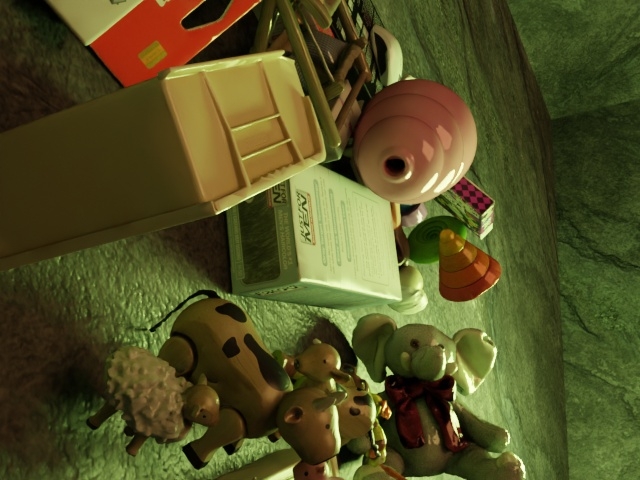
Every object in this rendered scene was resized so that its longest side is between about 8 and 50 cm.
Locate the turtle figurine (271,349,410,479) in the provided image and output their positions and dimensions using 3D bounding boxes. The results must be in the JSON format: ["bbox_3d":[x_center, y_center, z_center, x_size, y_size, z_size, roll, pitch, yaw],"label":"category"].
[{"bbox_3d":[0.032,0.230,1.215,0.217,0.087,0.269,25,23,-44],"label":"turtle figurine"}]

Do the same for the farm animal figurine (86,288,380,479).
[{"bbox_3d":[-0.051,0.183,0.948,0.327,0.172,0.330,45,19,-1],"label":"farm animal figurine"}]

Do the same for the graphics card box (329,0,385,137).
[{"bbox_3d":[0.029,-0.398,1.572,0.371,0.094,0.232,55,34,-42],"label":"graphics card box"}]

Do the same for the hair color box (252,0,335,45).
[{"bbox_3d":[-0.045,-0.361,1.399,0.167,0.093,0.053,62,30,-33],"label":"hair color box"}]

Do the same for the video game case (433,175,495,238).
[{"bbox_3d":[0.236,-0.109,1.645,0.232,0.042,0.210,42,-2,15],"label":"video game case"}]

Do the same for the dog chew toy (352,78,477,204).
[{"bbox_3d":[0.145,-0.150,1.378,0.332,0.207,0.206,-52,126,-70],"label":"dog chew toy"}]

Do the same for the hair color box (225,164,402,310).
[{"bbox_3d":[0.000,0.000,1.317,0.374,0.114,0.185,17,64,-63],"label":"hair color box"}]

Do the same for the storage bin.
[{"bbox_3d":[-0.167,-0.082,0.829,0.260,0.262,0.123,-34,108,-63],"label":"storage bin"}]

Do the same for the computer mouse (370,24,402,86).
[{"bbox_3d":[0.138,-0.315,1.605,0.106,0.042,0.192,-26,104,-63],"label":"computer mouse"}]

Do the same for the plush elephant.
[{"bbox_3d":[0.172,0.253,1.410,0.330,0.272,0.255,-128,-142,-83],"label":"plush elephant"}]

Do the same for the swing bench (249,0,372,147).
[{"bbox_3d":[-0.029,-0.305,1.226,0.253,0.165,0.254,-68,159,-54],"label":"swing bench"}]

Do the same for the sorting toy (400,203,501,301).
[{"bbox_3d":[0.212,-0.027,1.640,0.126,0.127,0.365,58,0,-33],"label":"sorting toy"}]

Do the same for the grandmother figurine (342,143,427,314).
[{"bbox_3d":[0.127,-0.021,1.607,0.208,0.104,0.342,-35,110,-63],"label":"grandmother figurine"}]

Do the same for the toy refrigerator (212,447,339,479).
[{"bbox_3d":[-0.064,0.334,1.063,0.269,0.094,0.102,2,77,-65],"label":"toy refrigerator"}]

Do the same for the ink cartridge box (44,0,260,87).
[{"bbox_3d":[-0.159,-0.322,0.944,0.066,0.296,0.261,46,-4,47],"label":"ink cartridge box"}]

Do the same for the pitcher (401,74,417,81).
[{"bbox_3d":[0.224,-0.268,1.899,0.207,0.126,0.178,61,27,-11],"label":"pitcher"}]

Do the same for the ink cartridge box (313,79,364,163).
[{"bbox_3d":[-0.007,-0.195,1.382,0.067,0.115,0.198,65,27,-28],"label":"ink cartridge box"}]
